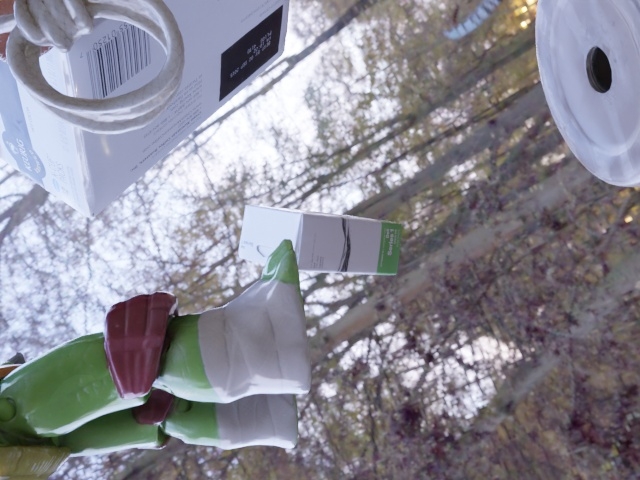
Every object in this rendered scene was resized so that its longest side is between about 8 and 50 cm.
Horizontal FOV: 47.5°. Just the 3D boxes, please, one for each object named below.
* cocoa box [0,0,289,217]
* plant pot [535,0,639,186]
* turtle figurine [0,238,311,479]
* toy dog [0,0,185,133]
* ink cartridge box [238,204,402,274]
[{"bbox_3d":[-0.214,-0.247,0.759,0.228,0.231,0.347,31,-125,13],"label":"cocoa box"},{"bbox_3d":[0.342,-0.169,0.579,0.323,0.280,0.323,162,90,-86],"label":"plant pot"},{"bbox_3d":[-0.149,0.037,0.359,0.275,0.266,0.198,-114,21,-61],"label":"turtle figurine"},{"bbox_3d":[-0.249,-0.141,0.425,0.161,0.333,0.220,-112,2,-69],"label":"toy dog"},{"bbox_3d":[0.000,0.000,1.195,0.219,0.160,0.093,5,-87,-41],"label":"ink cartridge box"}]
